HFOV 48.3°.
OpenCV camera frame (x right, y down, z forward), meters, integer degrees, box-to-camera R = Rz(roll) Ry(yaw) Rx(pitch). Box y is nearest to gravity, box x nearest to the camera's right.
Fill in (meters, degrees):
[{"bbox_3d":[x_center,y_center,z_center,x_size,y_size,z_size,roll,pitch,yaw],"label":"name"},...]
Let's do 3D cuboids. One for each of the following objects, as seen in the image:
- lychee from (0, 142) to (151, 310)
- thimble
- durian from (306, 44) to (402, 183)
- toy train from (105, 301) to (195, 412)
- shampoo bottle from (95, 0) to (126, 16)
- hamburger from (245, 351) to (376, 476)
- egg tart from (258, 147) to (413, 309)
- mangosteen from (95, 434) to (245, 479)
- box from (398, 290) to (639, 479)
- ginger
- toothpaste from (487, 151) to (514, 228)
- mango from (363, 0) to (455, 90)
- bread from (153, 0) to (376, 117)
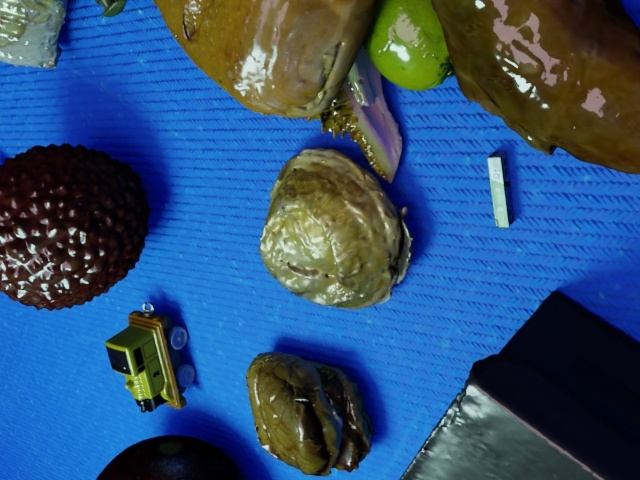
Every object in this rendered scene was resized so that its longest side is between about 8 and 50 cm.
[{"bbox_3d":[-0.410,-0.022,1.108,0.300,0.264,0.264,-11,107,21],"label":"lychee"},{"bbox_3d":[-0.462,-0.355,1.063,0.190,0.137,0.143,38,132,1],"label":"thimble"},{"bbox_3d":[0.024,-0.159,0.827,0.140,0.078,0.224,-23,97,43],"label":"durian"},{"bbox_3d":[-0.296,0.215,1.242,0.089,0.127,0.219,8,117,35],"label":"toy train"},{"bbox_3d":[-0.331,-0.415,0.961,0.118,0.087,0.234,-15,103,42],"label":"shampoo bottle"},{"bbox_3d":[-0.030,0.264,1.064,0.206,0.130,0.183,5,113,39],"label":"hamburger"},{"bbox_3d":[0.000,0.000,0.918,0.252,0.098,0.231,-11,109,46],"label":"egg tart"},{"bbox_3d":[-0.259,0.504,1.300,0.306,0.359,0.306,-1,86,15],"label":"mangosteen"},{"bbox_3d":[0.291,0.267,0.761,0.345,0.204,0.251,36,131,17],"label":"box"},{"bbox_3d":[0.198,-0.189,0.623,0.172,0.165,0.321,-24,102,50],"label":"ginger"},{"bbox_3d":[0.199,-0.055,0.786,0.017,0.020,0.083,2,114,35],"label":"toothpaste"},{"bbox_3d":[0.082,-0.238,0.729,0.119,0.100,0.178,-30,82,47],"label":"mango"},{"bbox_3d":[-0.065,-0.328,0.700,0.337,0.148,0.328,55,137,30],"label":"bread"}]
